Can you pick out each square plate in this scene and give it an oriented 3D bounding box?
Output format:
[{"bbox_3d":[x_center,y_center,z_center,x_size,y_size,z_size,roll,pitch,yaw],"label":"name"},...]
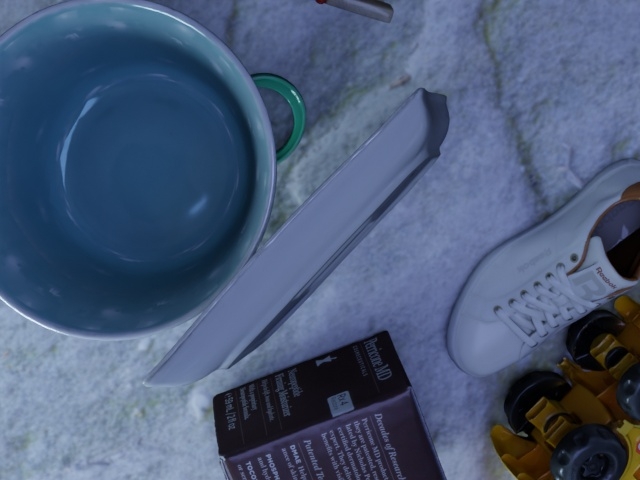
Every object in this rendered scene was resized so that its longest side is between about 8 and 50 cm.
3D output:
[{"bbox_3d":[0.000,0.000,1.510,0.049,0.347,0.344,44,98,3],"label":"square plate"}]

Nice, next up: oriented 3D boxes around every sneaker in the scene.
[{"bbox_3d":[0.243,0.038,1.666,0.106,0.123,0.290,40,100,-18],"label":"sneaker"}]

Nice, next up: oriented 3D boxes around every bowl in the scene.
[{"bbox_3d":[-0.178,-0.067,1.535,0.311,0.163,0.312,0,92,10],"label":"bowl"}]

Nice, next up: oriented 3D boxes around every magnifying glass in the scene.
[{"bbox_3d":[-0.105,-0.071,1.641,0.092,0.026,0.231,40,100,-16],"label":"magnifying glass"}]

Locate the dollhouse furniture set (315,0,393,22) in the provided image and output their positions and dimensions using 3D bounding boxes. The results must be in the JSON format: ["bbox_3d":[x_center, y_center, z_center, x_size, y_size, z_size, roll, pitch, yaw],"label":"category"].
[{"bbox_3d":[0.045,-0.413,1.470,0.152,0.201,0.374,17,111,-12],"label":"dollhouse furniture set"}]

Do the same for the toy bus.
[{"bbox_3d":[0.327,0.202,1.723,0.211,0.149,0.220,37,97,-29],"label":"toy bus"}]

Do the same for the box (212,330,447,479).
[{"bbox_3d":[0.013,0.224,1.670,0.203,0.168,0.167,-21,108,0],"label":"box"}]
